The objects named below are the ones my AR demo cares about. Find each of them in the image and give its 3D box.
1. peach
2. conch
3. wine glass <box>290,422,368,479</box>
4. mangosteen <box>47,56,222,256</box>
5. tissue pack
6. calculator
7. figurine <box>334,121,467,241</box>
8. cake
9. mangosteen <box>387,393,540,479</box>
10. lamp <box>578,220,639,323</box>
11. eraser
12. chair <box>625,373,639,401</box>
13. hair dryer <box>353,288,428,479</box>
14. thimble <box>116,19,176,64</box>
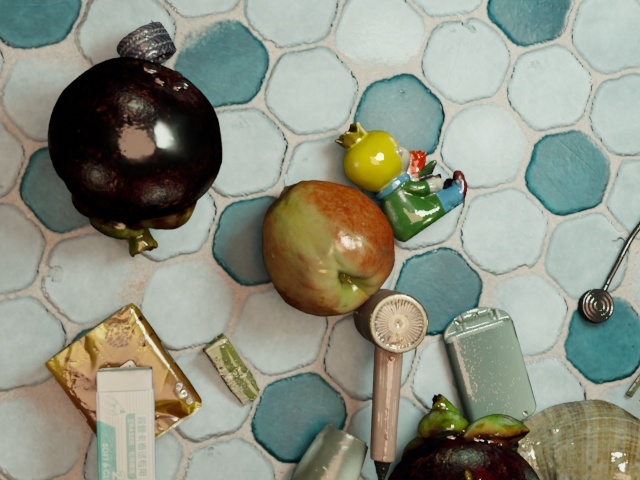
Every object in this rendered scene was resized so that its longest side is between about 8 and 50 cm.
[{"bbox_3d":[0.000,0.000,1.832,0.232,0.232,0.257,-27,52,-10],"label":"peach"},{"bbox_3d":[0.537,0.434,1.919,0.352,0.210,0.297,35,66,-11],"label":"conch"},{"bbox_3d":[0.004,0.432,1.863,0.111,0.111,0.204,29,81,-8],"label":"wine glass"},{"bbox_3d":[-0.318,-0.156,1.757,0.297,0.313,0.297,21,52,-30],"label":"mangosteen"},{"bbox_3d":[-0.338,0.248,1.820,0.183,0.092,0.226,-35,93,-7],"label":"tissue pack"},{"bbox_3d":[0.316,0.246,1.958,0.141,0.045,0.246,-17,91,-10],"label":"calculator"},{"bbox_3d":[0.145,-0.130,1.909,0.185,0.127,0.234,-34,84,-14],"label":"figurine"},{"bbox_3d":[-0.160,0.231,1.885,0.051,0.055,0.140,-34,111,-11],"label":"cake"},{"bbox_3d":[0.247,0.455,1.825,0.311,0.311,0.311,0,88,-10],"label":"mangosteen"},{"bbox_3d":[0.612,-0.010,1.988,0.130,0.108,0.371,42,82,-7],"label":"lamp"},{"bbox_3d":[-0.323,0.326,1.748,0.095,0.052,0.225,-2,90,-6],"label":"eraser"},{"bbox_3d":[0.698,0.205,1.954,0.190,0.203,0.275,29,88,3],"label":"chair"},{"bbox_3d":[0.111,0.259,1.853,0.107,0.189,0.344,5,89,-8],"label":"hair dryer"},{"bbox_3d":[-0.304,-0.336,1.839,0.095,0.104,0.066,-35,92,-11],"label":"thimble"}]
